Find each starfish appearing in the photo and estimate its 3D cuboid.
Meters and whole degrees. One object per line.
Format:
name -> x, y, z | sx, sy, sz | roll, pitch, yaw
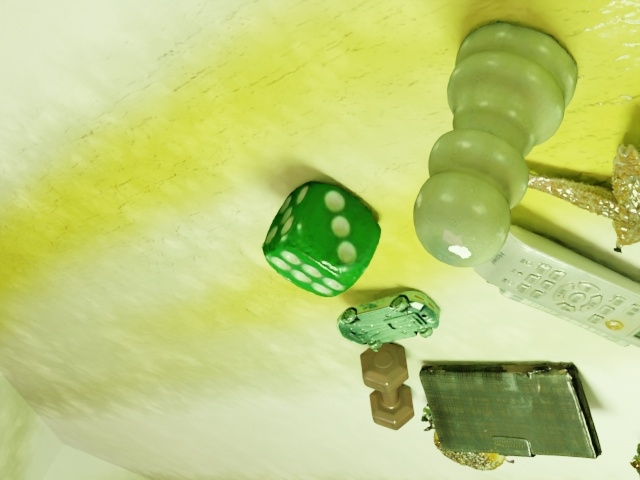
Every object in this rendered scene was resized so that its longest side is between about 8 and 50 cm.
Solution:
starfish -> 0.355, -0.047, 1.160 | 0.295, 0.048, 0.231 | 24, 164, 8

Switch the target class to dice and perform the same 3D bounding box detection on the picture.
dice -> 0.000, 0.000, 1.471 | 0.128, 0.120, 0.131 | 34, 154, -17

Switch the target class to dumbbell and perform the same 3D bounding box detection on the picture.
dumbbell -> 0.124, 0.266, 1.883 | 0.092, 0.082, 0.231 | 15, 152, 19

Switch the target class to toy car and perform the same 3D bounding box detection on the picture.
toy car -> 0.106, 0.122, 1.668 | 0.186, 0.058, 0.093 | -18, 131, 39

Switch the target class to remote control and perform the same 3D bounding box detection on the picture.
remote control -> 0.355, 0.061, 1.352 | 0.313, 0.055, 0.109 | 24, 146, -5

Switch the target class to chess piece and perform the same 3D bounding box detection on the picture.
chess piece -> 0.163, -0.085, 1.037 | 0.133, 0.243, 0.133 | 20, 154, 10

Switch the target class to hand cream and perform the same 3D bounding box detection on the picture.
hand cream -> 0.339, 0.089, 1.424 | 0.234, 0.050, 0.080 | 25, 153, -8

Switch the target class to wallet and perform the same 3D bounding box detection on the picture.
wallet -> 0.309, 0.282, 1.726 | 0.317, 0.044, 0.169 | -9, 106, 46

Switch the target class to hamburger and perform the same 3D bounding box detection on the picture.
hamburger -> 0.273, 0.364, 1.915 | 0.190, 0.093, 0.164 | 20, 153, 15

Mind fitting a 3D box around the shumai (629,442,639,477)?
shumai -> 0.551, 0.365, 1.688 | 0.083, 0.080, 0.082 | 2, 147, 36
